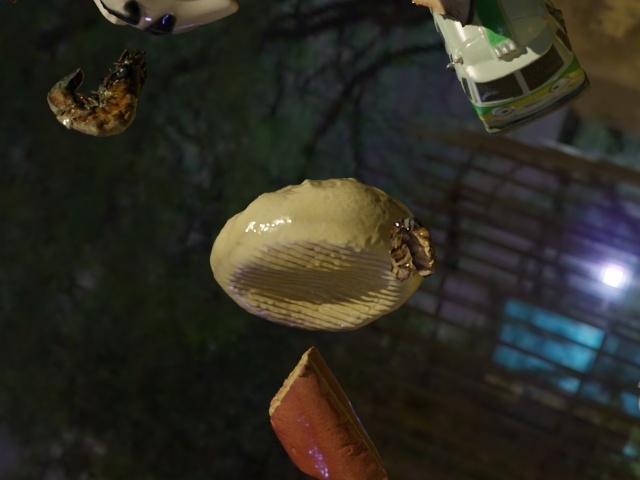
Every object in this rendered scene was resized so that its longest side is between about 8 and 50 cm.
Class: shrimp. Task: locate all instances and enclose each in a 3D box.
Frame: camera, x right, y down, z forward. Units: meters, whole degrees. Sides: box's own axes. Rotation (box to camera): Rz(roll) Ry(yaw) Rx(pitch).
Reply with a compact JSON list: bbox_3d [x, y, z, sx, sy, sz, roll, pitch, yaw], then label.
[{"bbox_3d":[-0.219,-0.156,1.772,0.161,0.091,0.034,-72,-4,-53],"label":"shrimp"}]

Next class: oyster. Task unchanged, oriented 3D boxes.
[{"bbox_3d":[0.072,0.006,1.442,0.083,0.019,0.054,-14,86,65],"label":"oyster"}]

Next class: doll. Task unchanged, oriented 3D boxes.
[{"bbox_3d":[-0.116,-0.214,1.254,0.107,0.110,0.180,-57,26,37],"label":"doll"}]

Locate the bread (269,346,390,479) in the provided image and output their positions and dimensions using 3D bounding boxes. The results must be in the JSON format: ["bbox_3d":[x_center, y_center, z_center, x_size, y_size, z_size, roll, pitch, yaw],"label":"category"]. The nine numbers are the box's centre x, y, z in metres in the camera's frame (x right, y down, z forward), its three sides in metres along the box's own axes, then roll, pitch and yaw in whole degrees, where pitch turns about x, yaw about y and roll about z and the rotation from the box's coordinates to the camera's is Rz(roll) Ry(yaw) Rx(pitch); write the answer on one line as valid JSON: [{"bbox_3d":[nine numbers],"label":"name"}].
[{"bbox_3d":[-0.007,0.213,2.030,0.192,0.119,0.067,58,-138,-21],"label":"bread"}]

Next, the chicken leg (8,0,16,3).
[{"bbox_3d":[-0.250,-0.412,1.464,0.201,0.153,0.429,-4,-94,-66],"label":"chicken leg"}]

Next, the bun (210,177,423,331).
[{"bbox_3d":[0.000,0.000,1.788,0.222,0.222,0.127,82,-166,-56],"label":"bun"}]

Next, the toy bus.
[{"bbox_3d":[0.174,-0.268,1.906,0.134,0.276,0.165,-26,-19,10],"label":"toy bus"}]

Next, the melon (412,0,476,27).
[{"bbox_3d":[0.094,-0.281,1.729,0.054,0.182,0.098,17,-79,-60],"label":"melon"}]

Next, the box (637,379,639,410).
[{"bbox_3d":[0.334,0.125,1.525,0.069,0.122,0.084,42,-117,-84],"label":"box"}]
